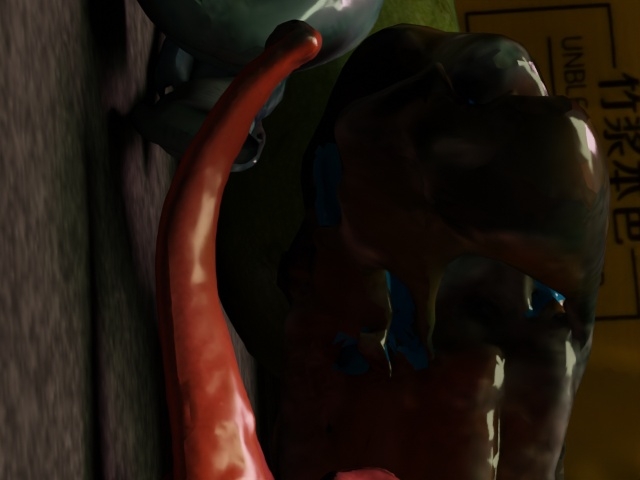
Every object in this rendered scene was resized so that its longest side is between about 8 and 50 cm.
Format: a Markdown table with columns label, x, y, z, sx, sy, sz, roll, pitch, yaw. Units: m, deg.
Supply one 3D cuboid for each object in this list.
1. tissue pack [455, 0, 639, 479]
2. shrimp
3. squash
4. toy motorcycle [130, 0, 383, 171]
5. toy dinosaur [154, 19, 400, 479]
| label | x | y | z | sx | sy | sz | roll | pitch | yaw |
| --- | --- | --- | --- | --- | --- | --- | --- | --- | --- |
| tissue pack | 0.144 | -0.006 | 0.989 | 0.293 | 0.228 | 0.382 | 79 | 7 | -73 |
| shrimp | 0.024 | 0.136 | 0.579 | 0.221 | 0.110 | 0.446 | -58 | 155 | -56 |
| squash | 0.003 | -0.107 | 0.719 | 0.118 | 0.118 | 0.371 | 80 | 6 | -60 |
| toy motorcycle | -0.003 | -0.139 | 0.546 | 0.260 | 0.154 | 0.206 | -72 | -177 | -47 |
| toy dinosaur | -0.034 | 0.091 | 0.419 | 0.139 | 0.070 | 0.286 | -21 | 111 | -63 |
